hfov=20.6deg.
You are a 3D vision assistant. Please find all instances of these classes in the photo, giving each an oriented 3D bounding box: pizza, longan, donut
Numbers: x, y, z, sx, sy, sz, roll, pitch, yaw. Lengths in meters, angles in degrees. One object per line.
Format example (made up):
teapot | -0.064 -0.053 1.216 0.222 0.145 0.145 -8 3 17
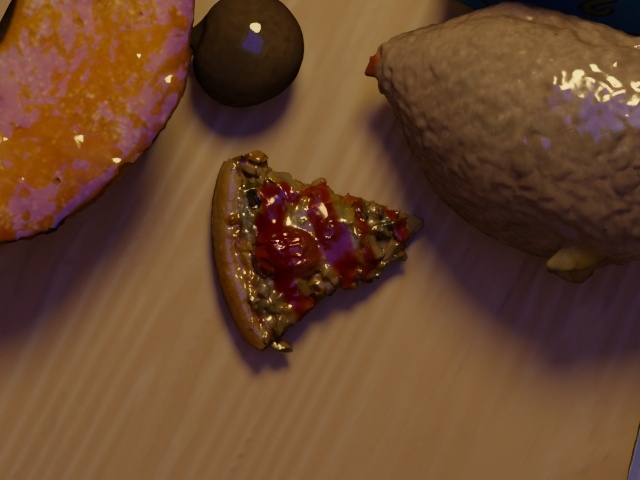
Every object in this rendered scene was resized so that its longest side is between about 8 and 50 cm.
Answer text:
pizza | 0.000 0.000 1.609 0.199 0.062 0.188 -12 87 -3
longan | -0.071 -0.175 1.610 0.113 0.092 0.113 3 99 16
donut | -0.339 -0.181 1.574 0.435 0.163 0.377 34 86 0

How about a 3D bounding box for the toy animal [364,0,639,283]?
toy animal | 0.202 -0.087 1.543 0.358 0.188 0.226 21 128 23

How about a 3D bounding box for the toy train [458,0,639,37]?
toy train | 0.265 -0.287 1.537 0.300 0.265 0.188 9 71 1

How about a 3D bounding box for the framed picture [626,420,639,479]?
framed picture | 0.435 0.159 1.623 0.273 0.016 0.216 16 85 1
